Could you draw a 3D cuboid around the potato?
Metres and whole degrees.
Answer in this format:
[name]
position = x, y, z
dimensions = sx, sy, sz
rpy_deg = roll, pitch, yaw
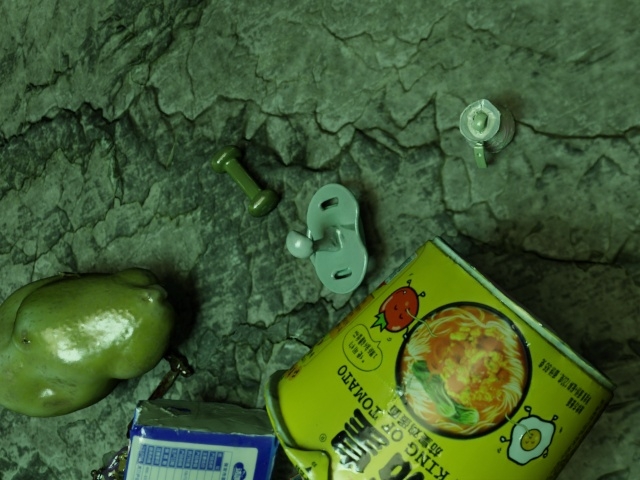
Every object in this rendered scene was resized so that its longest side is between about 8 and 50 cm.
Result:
[potato]
position = -0.365, 0.148, 1.030
dimensions = 0.350, 0.218, 0.203
rpy_deg = -25, 118, 20

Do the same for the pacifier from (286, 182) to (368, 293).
[pacifier]
position = 0.000, 0.000, 0.900
dimensions = 0.126, 0.116, 0.151
rpy_deg = -8, 89, 52

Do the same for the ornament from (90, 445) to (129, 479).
[ornament]
position = -0.292, 0.367, 1.064
dimensions = 0.203, 0.088, 0.081
rpy_deg = -34, 99, 34

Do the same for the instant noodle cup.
[instant noodle cup]
position = 0.138, 0.167, 0.731
dimensions = 0.325, 0.325, 0.254
rpy_deg = 43, 98, 21

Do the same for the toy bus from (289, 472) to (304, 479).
[toy bus]
position = 0.008, 0.324, 0.933
dimensions = 0.110, 0.031, 0.043
rpy_deg = -36, 67, 22

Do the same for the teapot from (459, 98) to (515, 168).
[teapot]
position = 0.202, -0.133, 0.826
dimensions = 0.064, 0.064, 0.083
rpy_deg = 8, 93, 27

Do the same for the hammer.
[hammer]
position = -0.269, 0.251, 1.080
dimensions = 0.065, 0.021, 0.178
rpy_deg = 43, 110, 21

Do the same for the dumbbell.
[dumbbell]
position = -0.112, -0.088, 0.991
dimensions = 0.052, 0.046, 0.118
rpy_deg = -45, 70, 13

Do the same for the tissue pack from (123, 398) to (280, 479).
[tissue pack]
position = -0.181, 0.367, 0.932
dimensions = 0.137, 0.209, 0.270
rpy_deg = -157, 76, -69
